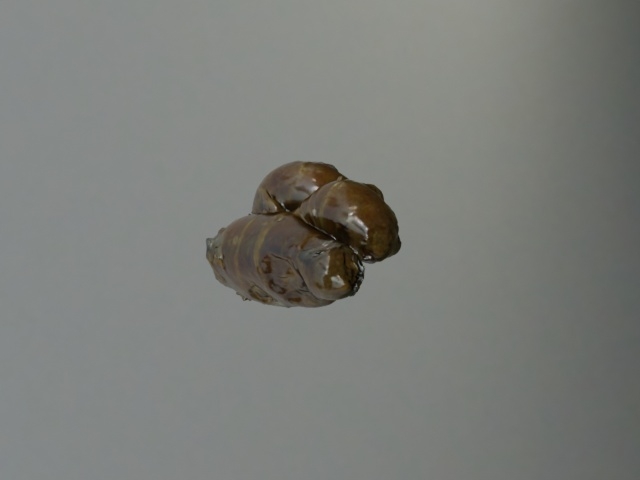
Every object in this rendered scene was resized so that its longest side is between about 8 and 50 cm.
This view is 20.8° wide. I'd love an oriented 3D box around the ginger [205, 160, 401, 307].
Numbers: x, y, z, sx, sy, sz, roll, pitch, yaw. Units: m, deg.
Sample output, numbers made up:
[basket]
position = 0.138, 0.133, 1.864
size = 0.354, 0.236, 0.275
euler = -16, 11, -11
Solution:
[ginger]
position = 0.000, 0.000, 1.131
size = 0.103, 0.162, 0.073
euler = -51, -61, -18
